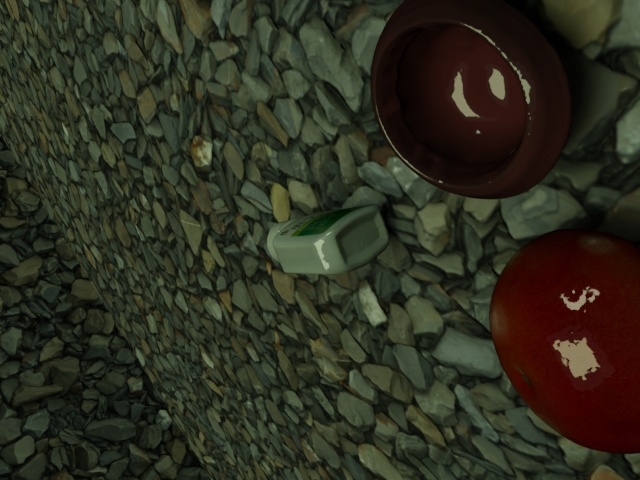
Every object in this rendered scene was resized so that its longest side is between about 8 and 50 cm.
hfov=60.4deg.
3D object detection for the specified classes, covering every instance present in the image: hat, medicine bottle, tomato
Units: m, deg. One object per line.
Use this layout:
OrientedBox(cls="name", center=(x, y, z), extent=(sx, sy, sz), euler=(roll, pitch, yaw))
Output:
OrientedBox(cls="hat", center=(0.136, -0.134, 0.508), extent=(0.205, 0.089, 0.205), euler=(31, 139, 31))
OrientedBox(cls="medicine bottle", center=(0.000, 0.000, 0.749), extent=(0.183, 0.119, 0.069), euler=(-5, 113, 55))
OrientedBox(cls="tomato", center=(0.230, 0.088, 0.477), extent=(0.195, 0.136, 0.195), euler=(58, 173, 11))
